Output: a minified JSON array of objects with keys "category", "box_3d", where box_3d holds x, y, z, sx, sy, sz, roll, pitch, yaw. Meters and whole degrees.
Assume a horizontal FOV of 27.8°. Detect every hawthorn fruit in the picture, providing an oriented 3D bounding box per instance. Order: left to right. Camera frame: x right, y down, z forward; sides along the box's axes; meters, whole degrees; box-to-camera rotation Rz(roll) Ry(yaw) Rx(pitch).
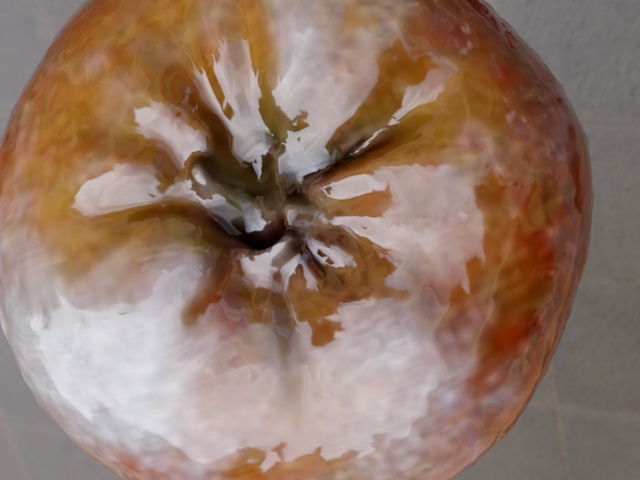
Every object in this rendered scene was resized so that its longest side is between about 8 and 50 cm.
[{"category":"hawthorn fruit","box_3d":[-0.004,-0.015,0.528,0.235,0.263,0.231,-19,109,23]}]
